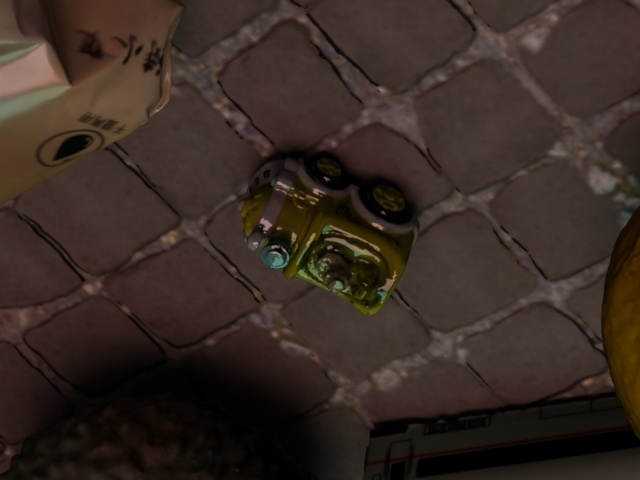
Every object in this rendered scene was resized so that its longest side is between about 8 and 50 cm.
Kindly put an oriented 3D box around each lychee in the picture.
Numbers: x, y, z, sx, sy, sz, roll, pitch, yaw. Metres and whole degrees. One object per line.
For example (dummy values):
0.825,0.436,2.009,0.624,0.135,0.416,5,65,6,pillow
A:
-0.114,0.231,1.327,0.255,0.255,0.274,12,161,2,lychee

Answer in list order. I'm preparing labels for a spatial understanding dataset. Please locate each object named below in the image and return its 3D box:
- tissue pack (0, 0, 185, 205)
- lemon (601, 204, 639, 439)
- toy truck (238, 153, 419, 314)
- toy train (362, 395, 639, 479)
-0.329,-0.126,1.117,0.390,0.195,0.375,-28,133,29,tissue pack
0.265,0.056,1.122,0.204,0.204,0.260,-23,120,26,lemon
0.000,0.000,1.210,0.111,0.077,0.076,24,128,-8,toy truck
0.230,0.151,1.276,0.407,0.088,0.086,-10,125,18,toy train
